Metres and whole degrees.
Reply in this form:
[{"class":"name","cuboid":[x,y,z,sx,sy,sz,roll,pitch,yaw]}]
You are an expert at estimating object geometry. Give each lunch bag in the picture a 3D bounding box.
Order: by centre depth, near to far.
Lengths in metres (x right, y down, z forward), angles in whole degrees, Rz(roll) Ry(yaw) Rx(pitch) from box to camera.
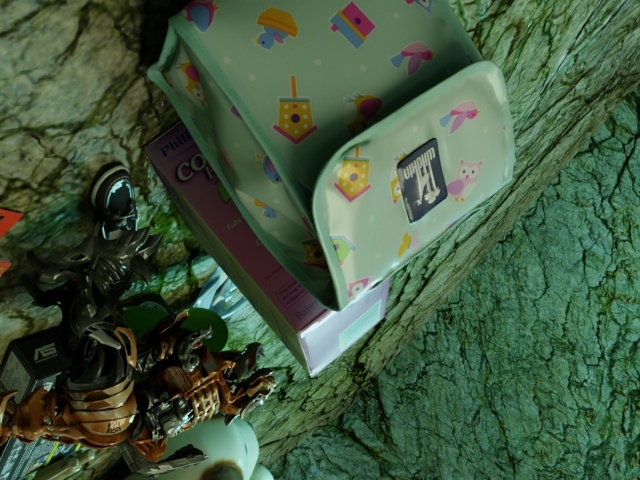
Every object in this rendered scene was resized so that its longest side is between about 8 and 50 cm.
[{"class":"lunch bag","cuboid":[0.024,-0.101,0.568,0.223,0.262,0.160,-37,-175,-22]}]

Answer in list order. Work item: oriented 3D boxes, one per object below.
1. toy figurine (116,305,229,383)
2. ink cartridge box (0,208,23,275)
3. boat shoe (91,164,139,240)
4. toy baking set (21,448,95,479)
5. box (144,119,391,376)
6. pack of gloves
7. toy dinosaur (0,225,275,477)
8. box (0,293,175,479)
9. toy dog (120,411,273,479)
[{"class":"toy figurine","cuboid":[-0.200,0.167,0.810,0.173,0.130,0.159,-20,149,-31]},{"class":"ink cartridge box","cuboid":[-0.305,0.022,0.584,0.115,0.029,0.063,-45,161,9]},{"class":"boat shoe","cuboid":[-0.202,-0.023,0.683,0.046,0.038,0.125,-28,157,-38]},{"class":"toy baking set","cuboid":[-0.456,0.364,0.988,0.256,0.030,0.196,-32,166,29]},{"class":"box","cuboid":[-0.047,0.000,0.729,0.117,0.243,0.213,-39,162,-12]},{"class":"pack of gloves","cuboid":[-0.145,0.101,0.950,0.232,0.046,0.195,-56,176,-37]},{"class":"toy dinosaur","cuboid":[-0.197,0.116,0.645,0.164,0.219,0.322,-25,159,35]},{"class":"box","cuboid":[-0.326,0.202,0.902,0.216,0.060,0.270,-20,151,-51]},{"class":"toy dog","cuboid":[-0.286,0.487,1.378,0.395,0.285,0.408,6,130,-43]}]
